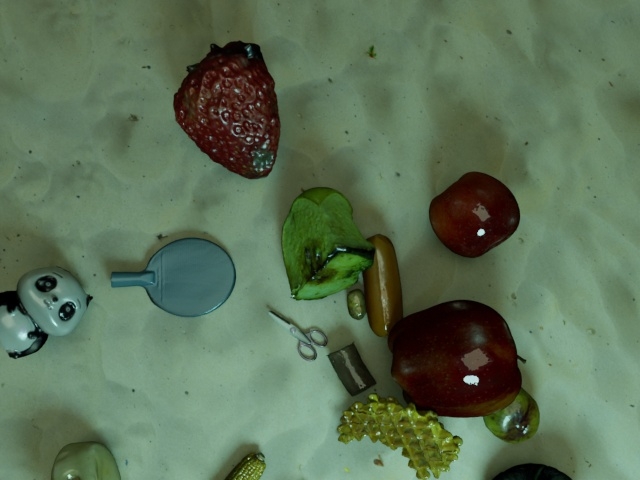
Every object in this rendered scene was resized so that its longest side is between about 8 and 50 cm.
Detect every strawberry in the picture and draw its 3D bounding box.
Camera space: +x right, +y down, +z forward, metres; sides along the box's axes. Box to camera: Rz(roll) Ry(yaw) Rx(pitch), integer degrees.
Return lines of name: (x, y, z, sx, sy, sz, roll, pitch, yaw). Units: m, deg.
strawberry: (-0.243, -0.331, 1.659, 0.292, 0.291, 0.309, -2, 77, 0)

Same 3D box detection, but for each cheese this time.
cheese: (-0.562, 0.602, 1.521, 0.117, 0.218, 0.235, -17, 101, 3)

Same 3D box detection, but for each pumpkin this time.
pumpkin: (0.515, 0.669, 1.511, 0.248, 0.248, 0.247, 0, 79, 0)

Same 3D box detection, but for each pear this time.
pear: (0.000, 0.000, 1.659, 0.164, 0.238, 0.255, 4, 50, -37)

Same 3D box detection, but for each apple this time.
apple: (0.329, 0.283, 1.538, 0.317, 0.288, 0.287, -14, 78, 17)
apple: (0.396, -0.064, 1.640, 0.218, 0.218, 0.201, -37, 83, -6)

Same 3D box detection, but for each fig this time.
fig: (0.476, 0.429, 1.589, 0.136, 0.120, 0.152, -3, 78, -5)

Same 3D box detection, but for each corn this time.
corn: (-0.213, 0.615, 1.584, 0.068, 0.068, 0.207, 41, 81, 8)

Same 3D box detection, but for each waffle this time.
waffle: (0.192, 0.464, 1.536, 0.293, 0.259, 0.069, 25, 46, 1)

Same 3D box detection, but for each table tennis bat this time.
table tennis bat: (-0.391, 0.099, 1.702, 0.330, 0.044, 0.214, -2, 80, -2)

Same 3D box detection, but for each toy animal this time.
toy animal: (-0.719, 0.173, 1.623, 0.235, 0.165, 0.187, -32, 102, -5)

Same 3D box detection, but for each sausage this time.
sausage: (0.162, 0.119, 1.661, 0.105, 0.105, 0.274, -5, 80, -1)

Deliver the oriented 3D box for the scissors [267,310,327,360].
scissors: (-0.068, 0.241, 1.680, 0.176, 0.022, 0.085, 37, 82, 4)

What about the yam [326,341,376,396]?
yam: (0.080, 0.332, 1.634, 0.084, 0.084, 0.127, -29, 77, -5)

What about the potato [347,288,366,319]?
potato: (0.096, 0.169, 1.684, 0.051, 0.040, 0.083, -4, 80, 0)
